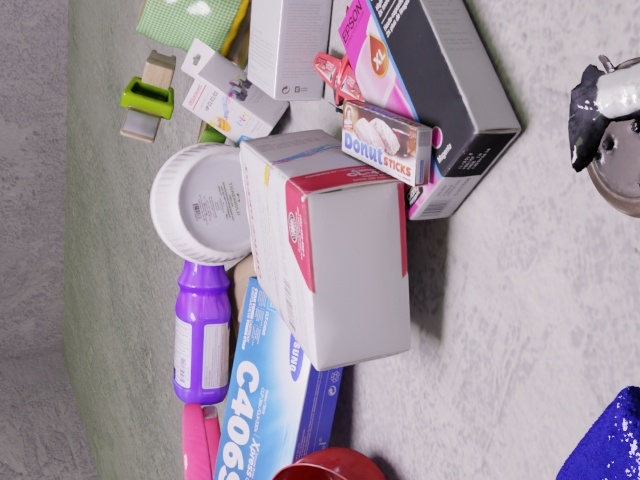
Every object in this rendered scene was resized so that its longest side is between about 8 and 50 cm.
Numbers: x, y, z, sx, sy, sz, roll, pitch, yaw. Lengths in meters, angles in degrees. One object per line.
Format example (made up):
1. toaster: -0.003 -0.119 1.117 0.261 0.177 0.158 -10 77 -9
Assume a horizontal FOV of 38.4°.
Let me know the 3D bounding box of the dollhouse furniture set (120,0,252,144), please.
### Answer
1. dollhouse furniture set: -0.229 -0.290 1.556 0.301 0.197 0.151 118 164 -48

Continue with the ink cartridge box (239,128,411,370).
1. ink cartridge box: 0.000 -0.003 1.181 0.306 0.131 0.226 -132 34 -65

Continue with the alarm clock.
1. alarm clock: 0.273 -0.064 0.735 0.129 0.064 0.192 -39 64 61

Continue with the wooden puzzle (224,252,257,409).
1. wooden puzzle: -0.106 0.201 1.602 0.322 0.080 0.348 148 118 -62

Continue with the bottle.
1. bottle: -0.206 0.140 1.609 0.118 0.092 0.283 -155 66 -66

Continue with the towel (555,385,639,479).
1. towel: 0.264 0.303 0.819 0.228 0.076 0.308 62 147 37

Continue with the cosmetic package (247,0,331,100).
1. cosmetic package: -0.043 -0.328 1.325 0.117 0.085 0.231 45 133 53

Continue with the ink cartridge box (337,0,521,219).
1. ink cartridge box: 0.103 -0.224 1.063 0.176 0.069 0.371 122 138 -55

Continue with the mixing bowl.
1. mixing bowl: 0.028 0.355 1.273 0.181 0.098 0.181 14 122 24

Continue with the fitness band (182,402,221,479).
1. fitness band: -0.191 0.406 1.553 0.209 0.054 0.291 -101 6 -53

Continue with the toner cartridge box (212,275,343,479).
1. toner cartridge box: -0.060 0.240 1.372 0.165 0.075 0.348 16 99 44

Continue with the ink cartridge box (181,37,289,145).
1. ink cartridge box: -0.153 -0.229 1.477 0.061 0.181 0.104 -59 7 -29

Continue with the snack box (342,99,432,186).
1. snack box: 0.073 -0.114 1.050 0.178 0.022 0.064 -144 50 -59

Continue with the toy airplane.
1. toy airplane: 0.034 -0.243 1.240 0.151 0.028 0.151 25 118 60

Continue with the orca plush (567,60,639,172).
1. orca plush: 0.304 -0.078 0.606 0.287 0.151 0.102 -15 125 40

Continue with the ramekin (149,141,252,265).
1. ramekin: -0.166 -0.060 1.498 0.109 0.207 0.207 -177 82 -68
